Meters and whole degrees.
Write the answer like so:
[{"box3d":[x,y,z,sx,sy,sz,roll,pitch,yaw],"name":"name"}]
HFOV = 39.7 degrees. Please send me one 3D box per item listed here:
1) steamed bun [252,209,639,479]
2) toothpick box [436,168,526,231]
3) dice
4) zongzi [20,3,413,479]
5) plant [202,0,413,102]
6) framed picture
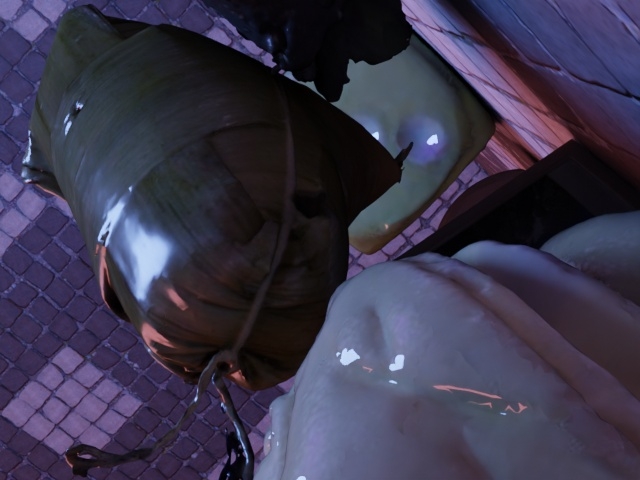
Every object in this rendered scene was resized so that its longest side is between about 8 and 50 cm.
[{"box3d":[0.157,0.096,0.448,0.394,0.237,0.346,21,178,-36],"name":"steamed bun"},{"box3d":[0.327,0.053,1.240,0.316,0.229,0.229,33,-165,-47],"name":"toothpick box"},{"box3d":[0.064,-0.149,1.182,0.252,0.250,0.254,44,-172,-1],"name":"dice"},{"box3d":[0.000,0.000,0.662,0.418,0.181,0.447,10,-152,-35],"name":"zongzi"},{"box3d":[-0.020,-0.195,0.651,0.203,0.142,0.131,16,-161,-47],"name":"plant"},{"box3d":[0.146,0.054,0.672,0.209,0.281,0.019,50,172,41],"name":"framed picture"}]
